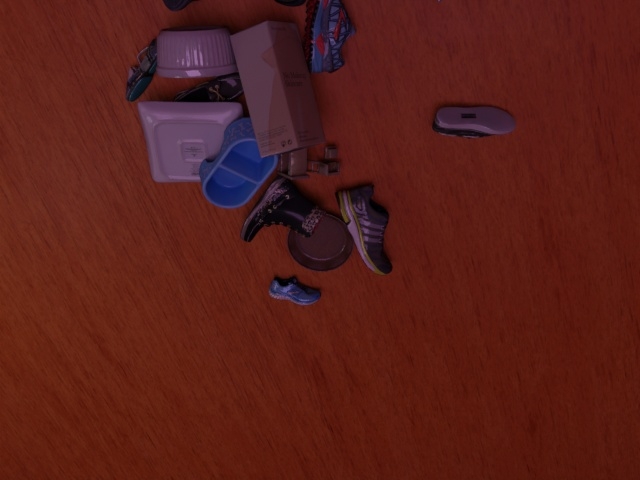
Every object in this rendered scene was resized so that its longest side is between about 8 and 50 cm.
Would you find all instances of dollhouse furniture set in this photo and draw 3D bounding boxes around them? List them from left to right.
[{"bbox_3d":[-0.032,-0.272,1.989,0.160,0.101,0.182,-8,110,-29],"label":"dollhouse furniture set"}]

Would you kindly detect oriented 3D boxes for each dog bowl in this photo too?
[{"bbox_3d":[-0.216,-0.198,1.945,0.165,0.074,0.297,25,130,-24],"label":"dog bowl"}]

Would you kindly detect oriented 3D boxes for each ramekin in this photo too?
[{"bbox_3d":[-0.311,-0.474,1.806,0.207,0.207,0.109,-1,110,4],"label":"ramekin"}]

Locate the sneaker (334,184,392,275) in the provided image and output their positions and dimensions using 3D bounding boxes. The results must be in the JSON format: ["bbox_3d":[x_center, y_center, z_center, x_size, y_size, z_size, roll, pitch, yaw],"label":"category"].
[{"bbox_3d":[0.152,-0.028,2.088,0.121,0.111,0.300,-23,118,11],"label":"sneaker"}]

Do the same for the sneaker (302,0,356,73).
[{"bbox_3d":[0.028,-0.552,1.817,0.125,0.104,0.262,-3,123,-19],"label":"sneaker"}]

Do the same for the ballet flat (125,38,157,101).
[{"bbox_3d":[-0.467,-0.452,1.910,0.070,0.070,0.188,38,113,-17],"label":"ballet flat"}]

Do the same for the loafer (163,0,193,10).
[{"bbox_3d":[-0.263,-0.640,1.705,0.302,0.095,0.109,-18,99,44],"label":"loafer"}]

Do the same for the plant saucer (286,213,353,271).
[{"bbox_3d":[0.000,0.000,2.148,0.198,0.036,0.199,2,120,4],"label":"plant saucer"}]

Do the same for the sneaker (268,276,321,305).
[{"bbox_3d":[-0.076,0.151,2.225,0.162,0.063,0.073,10,116,-3],"label":"sneaker"}]

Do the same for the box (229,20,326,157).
[{"bbox_3d":[-0.104,-0.375,1.804,0.121,0.148,0.311,-11,97,33],"label":"box"}]

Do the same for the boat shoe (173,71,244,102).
[{"bbox_3d":[-0.290,-0.385,1.926,0.227,0.069,0.081,-18,117,13],"label":"boat shoe"}]

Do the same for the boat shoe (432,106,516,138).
[{"bbox_3d":[0.409,-0.312,1.938,0.219,0.078,0.070,5,154,-4],"label":"boat shoe"}]

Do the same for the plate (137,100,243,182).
[{"bbox_3d":[-0.343,-0.253,1.973,0.277,0.045,0.278,0,136,-1],"label":"plate"}]

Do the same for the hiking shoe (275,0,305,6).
[{"bbox_3d":[-0.135,-0.634,1.751,0.226,0.114,0.086,31,117,-14],"label":"hiking shoe"}]

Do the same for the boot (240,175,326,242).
[{"bbox_3d":[-0.110,-0.050,2.073,0.178,0.085,0.236,37,112,4],"label":"boot"}]
